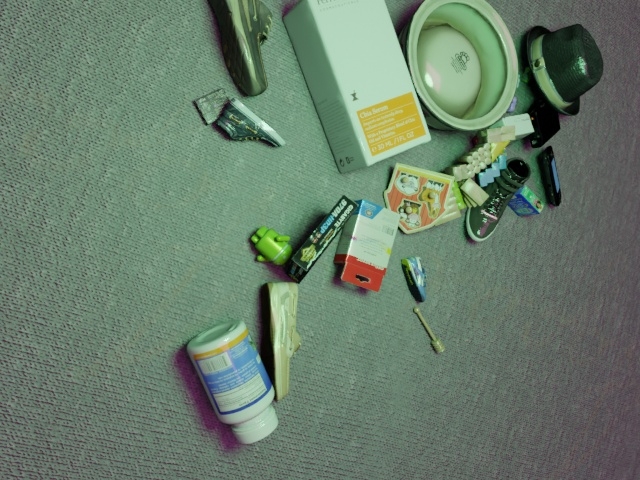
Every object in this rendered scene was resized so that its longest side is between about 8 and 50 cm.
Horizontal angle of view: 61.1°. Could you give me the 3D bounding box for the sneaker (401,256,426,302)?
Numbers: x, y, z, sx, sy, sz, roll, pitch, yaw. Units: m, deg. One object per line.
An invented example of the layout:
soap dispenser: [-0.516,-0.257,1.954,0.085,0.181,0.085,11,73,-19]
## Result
sneaker: [0.291,0.114,1.612,0.059,0.053,0.144,-22,100,-27]

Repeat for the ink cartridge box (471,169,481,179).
ink cartridge box: [0.468,-0.206,1.703,0.083,0.048,0.028,-21,98,-25]

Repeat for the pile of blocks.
pile of blocks: [0.444,-0.193,1.622,0.149,0.112,0.362,44,94,-8]

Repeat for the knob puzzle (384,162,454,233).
knob puzzle: [0.275,-0.110,1.560,0.213,0.030,0.213,3,104,13]

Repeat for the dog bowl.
dog bowl: [0.383,-0.513,1.611,0.408,0.150,0.407,1,88,-25]

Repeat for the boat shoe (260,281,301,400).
boat shoe: [-0.093,0.257,1.396,0.098,0.109,0.302,0,84,-25]

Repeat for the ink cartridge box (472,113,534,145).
ink cartridge box: [0.569,-0.330,1.692,0.109,0.150,0.063,-15,83,-25]

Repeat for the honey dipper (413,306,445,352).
honey dipper: [0.325,0.268,1.639,0.030,0.030,0.160,-38,103,-21]

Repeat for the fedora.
fedora: [0.819,-0.583,1.776,0.334,0.152,0.334,14,66,-35]

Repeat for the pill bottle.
pill bottle: [-0.203,0.343,1.314,0.152,0.152,0.272,-26,101,-24]

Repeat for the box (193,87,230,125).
box: [-0.266,-0.337,1.365,0.083,0.018,0.067,-33,103,-22]

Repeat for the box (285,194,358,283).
box: [0.000,0.000,1.402,0.051,0.175,0.220,38,72,2]

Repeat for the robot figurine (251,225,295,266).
robot figurine: [-0.122,0.016,1.397,0.115,0.101,0.067,43,28,-5]

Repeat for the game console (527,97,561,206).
game console: [0.772,-0.298,1.824,0.213,0.044,0.361,-35,114,-44]

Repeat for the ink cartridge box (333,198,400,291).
ink cartridge box: [0.125,0.016,1.517,0.134,0.078,0.231,21,81,-24]

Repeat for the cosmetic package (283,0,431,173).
cosmetic package: [0.102,-0.437,1.467,0.230,0.161,0.453,-26,100,-24]

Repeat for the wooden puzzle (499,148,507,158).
wooden puzzle: [0.594,-0.291,1.788,0.049,0.006,0.083,-10,94,-26]

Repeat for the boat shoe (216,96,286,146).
boat shoe: [-0.178,-0.280,1.390,0.183,0.065,0.083,36,100,-32]

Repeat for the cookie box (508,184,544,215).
cookie box: [0.658,-0.129,1.771,0.107,0.092,0.040,39,71,-21]

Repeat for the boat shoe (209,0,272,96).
boat shoe: [-0.180,-0.543,1.348,0.130,0.132,0.355,-19,99,-25]

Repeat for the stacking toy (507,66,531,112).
stacking toy: [0.630,-0.488,1.784,0.167,0.052,0.221,8,85,-26]

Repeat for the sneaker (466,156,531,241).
sneaker: [0.547,-0.138,1.673,0.105,0.147,0.295,30,72,2]
